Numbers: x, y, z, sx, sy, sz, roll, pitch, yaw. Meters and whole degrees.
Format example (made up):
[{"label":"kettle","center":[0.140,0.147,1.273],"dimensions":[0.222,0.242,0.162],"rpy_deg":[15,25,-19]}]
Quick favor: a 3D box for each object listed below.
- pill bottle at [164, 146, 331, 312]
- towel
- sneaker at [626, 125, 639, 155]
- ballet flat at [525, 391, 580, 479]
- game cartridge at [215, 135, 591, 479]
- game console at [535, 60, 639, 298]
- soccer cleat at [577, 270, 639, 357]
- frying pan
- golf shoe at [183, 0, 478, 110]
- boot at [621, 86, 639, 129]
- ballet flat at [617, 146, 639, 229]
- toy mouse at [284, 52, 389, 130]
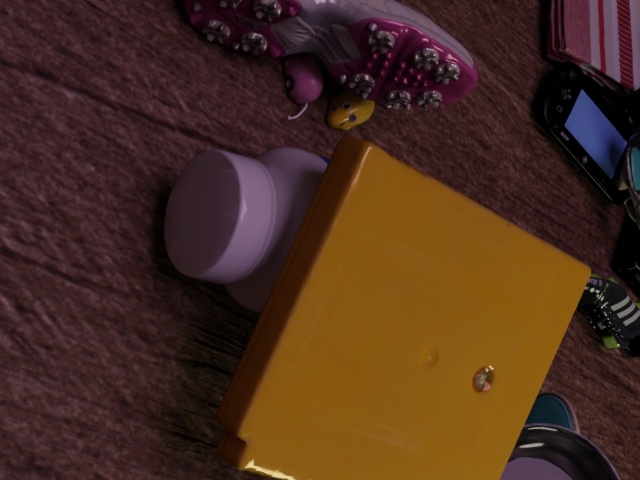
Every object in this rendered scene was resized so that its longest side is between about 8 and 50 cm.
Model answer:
[{"label":"pill bottle","center":[0.000,0.000,1.044],"dimensions":[0.272,0.152,0.152],"rpy_deg":[15,70,-40]},{"label":"towel","center":[0.417,-0.305,1.583],"dimensions":[0.329,0.037,0.237],"rpy_deg":[20,65,-40]},{"label":"sneaker","center":[0.455,-0.088,1.494],"dimensions":[0.178,0.072,0.077],"rpy_deg":[61,42,-30]},{"label":"ballet flat","center":[0.250,0.296,1.268],"dimensions":[0.086,0.086,0.248],"rpy_deg":[24,66,-37]},{"label":"game cartridge","center":[0.081,0.096,1.011],"dimensions":[0.323,0.052,0.285],"rpy_deg":[26,88,-38]},{"label":"game console","center":[0.398,-0.077,1.505],"dimensions":[0.361,0.044,0.213],"rpy_deg":[42,55,-27]},{"label":"soccer cleat","center":[0.359,0.092,1.419],"dimensions":[0.179,0.060,0.072],"rpy_deg":[30,63,-38]},{"label":"frying pan","center":[0.171,0.298,1.155],"dimensions":[0.326,0.053,0.197],"rpy_deg":[-9,78,-21]},{"label":"golf shoe","center":[0.022,-0.229,1.116],"dimensions":[0.306,0.115,0.140],"rpy_deg":[20,54,-21]},{"label":"boot","center":[0.452,-0.156,1.517],"dimensions":[0.099,0.045,0.121],"rpy_deg":[-22,87,-48]},{"label":"ballet flat","center":[0.399,-0.061,1.448],"dimensions":[0.041,0.041,0.114],"rpy_deg":[-28,99,-43]},{"label":"toy mouse","center":[0.008,-0.182,1.177],"dimensions":[0.161,0.031,0.143],"rpy_deg":[-31,102,-42]}]
